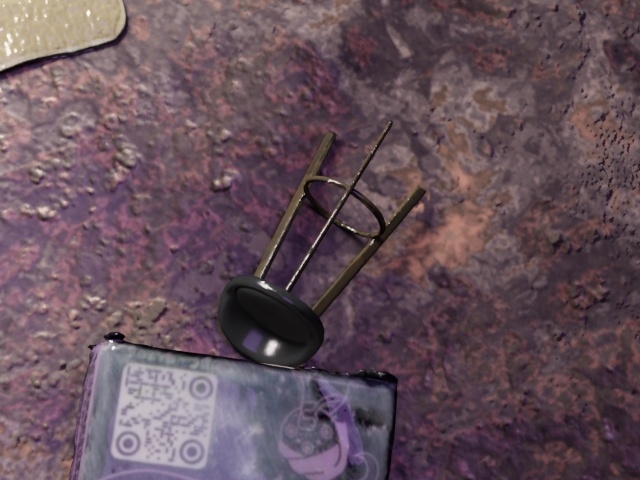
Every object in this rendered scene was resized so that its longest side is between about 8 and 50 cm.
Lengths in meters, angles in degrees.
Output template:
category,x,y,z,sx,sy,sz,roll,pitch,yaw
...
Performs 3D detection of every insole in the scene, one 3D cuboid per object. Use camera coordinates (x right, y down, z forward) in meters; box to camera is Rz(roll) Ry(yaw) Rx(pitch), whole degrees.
category,x,y,z,sx,sy,sz,roll,pitch,yaw
insole,-0.288,-0.178,1.399,0.248,0.011,0.081,-15,81,-17

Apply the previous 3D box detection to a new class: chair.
category,x,y,z,sx,sy,sz,roll,pitch,yaw
chair,0.000,0.000,1.387,0.104,0.095,0.221,30,72,6

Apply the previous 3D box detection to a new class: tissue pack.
category,x,y,z,sx,sy,sz,roll,pitch,yaw
tissue pack,-0.084,0.270,1.296,0.259,0.122,0.361,8,78,-10
